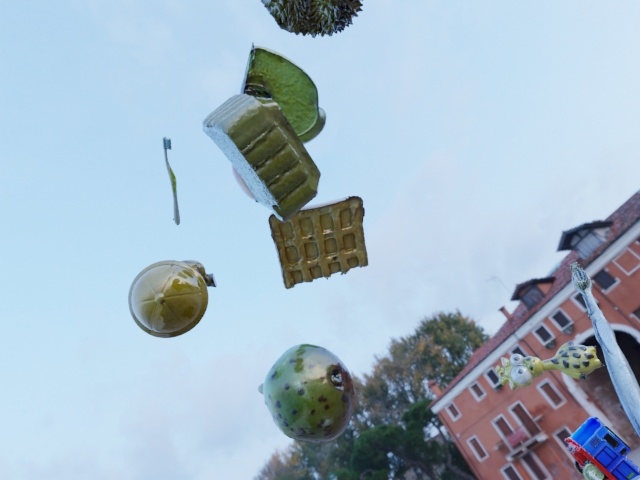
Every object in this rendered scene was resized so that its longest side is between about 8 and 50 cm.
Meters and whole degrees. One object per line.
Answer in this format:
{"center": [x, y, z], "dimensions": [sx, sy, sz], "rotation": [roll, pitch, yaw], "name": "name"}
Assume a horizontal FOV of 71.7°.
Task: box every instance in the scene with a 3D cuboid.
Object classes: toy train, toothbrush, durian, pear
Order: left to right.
{"center": [-0.414, -0.159, 1.231], "dimensions": [0.026, 0.022, 0.263], "rotation": [12, -59, 13], "name": "toothbrush"}
{"center": [-0.103, -0.401, 1.254], "dimensions": [0.255, 0.164, 0.239], "rotation": [9, -79, -12], "name": "pear"}
{"center": [-0.016, -0.579, 0.919], "dimensions": [0.258, 0.258, 0.293], "rotation": [-28, -19, -5], "name": "durian"}
{"center": [0.526, 0.179, 0.820], "dimensions": [0.035, 0.413, 0.042], "rotation": [-28, -66, 29], "name": "toothbrush"}
{"center": [0.695, 0.538, 1.049], "dimensions": [0.131, 0.204, 0.083], "rotation": [-46, -11, 0], "name": "toy train"}

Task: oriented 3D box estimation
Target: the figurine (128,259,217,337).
{"center": [-0.374, 0.126, 1.133], "dimensions": [0.192, 0.257, 0.167], "rotation": [-3, -69, 0], "name": "figurine"}

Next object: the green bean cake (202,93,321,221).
{"center": [-0.118, -0.175, 0.902], "dimensions": [0.124, 0.233, 0.236], "rotation": [-40, -63, -9], "name": "green bean cake"}

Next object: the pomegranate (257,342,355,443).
{"center": [-0.033, 0.383, 1.084], "dimensions": [0.230, 0.231, 0.286], "rotation": [-13, -26, -25], "name": "pomegranate"}

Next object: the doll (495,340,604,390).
{"center": [0.677, 0.373, 1.326], "dimensions": [0.291, 0.117, 0.086], "rotation": [-17, -46, 18], "name": "doll"}

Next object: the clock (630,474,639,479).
{"center": [0.455, 0.392, 0.507], "dimensions": [0.230, 0.230, 0.083], "rotation": [-23, -19, -13], "name": "clock"}

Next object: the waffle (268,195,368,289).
{"center": [0.000, 0.000, 1.622], "dimensions": [0.348, 0.077, 0.304], "rotation": [-13, -70, -8], "name": "waffle"}

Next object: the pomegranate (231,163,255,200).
{"center": [-0.170, -0.220, 1.424], "dimensions": [0.220, 0.257, 0.221], "rotation": [-13, -47, -14], "name": "pomegranate"}
